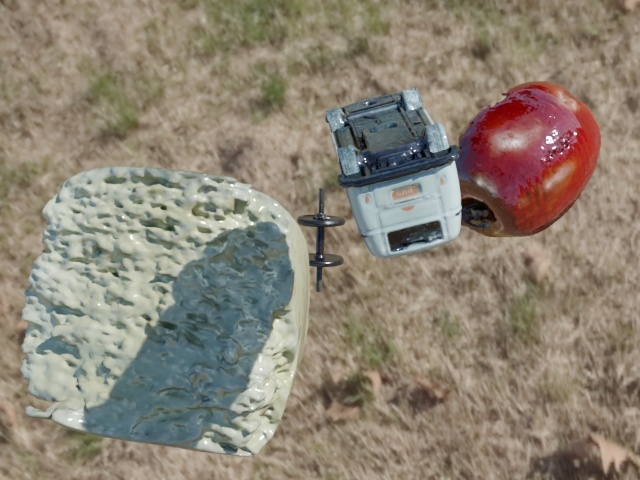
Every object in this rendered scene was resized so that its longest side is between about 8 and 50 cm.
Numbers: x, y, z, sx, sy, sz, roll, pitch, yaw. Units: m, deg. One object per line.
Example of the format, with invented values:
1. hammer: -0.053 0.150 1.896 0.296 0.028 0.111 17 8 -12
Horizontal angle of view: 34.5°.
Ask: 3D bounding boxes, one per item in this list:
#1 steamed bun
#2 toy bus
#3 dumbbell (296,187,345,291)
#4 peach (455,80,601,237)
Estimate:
1. steamed bun: -0.139 0.043 1.066 0.290 0.272 0.273 20 18 7
2. toy bus: 0.055 -0.056 0.797 0.087 0.089 0.194 -15 23 1
3. dumbbell: 0.000 0.000 1.449 0.069 0.069 0.147 6 100 24
4. peach: 0.294 -0.119 1.377 0.267 0.158 0.154 -34 57 -29
